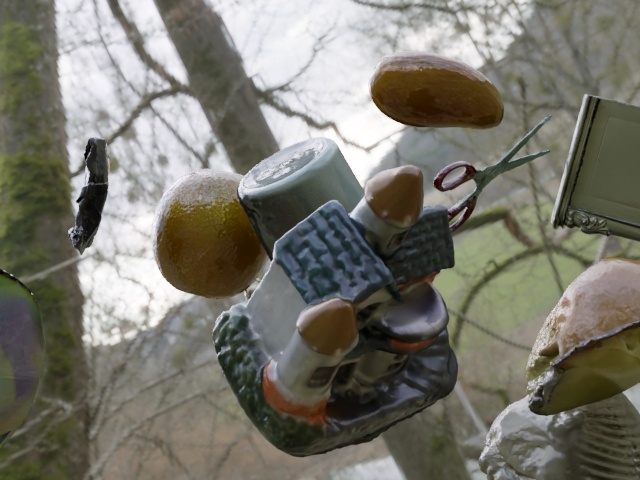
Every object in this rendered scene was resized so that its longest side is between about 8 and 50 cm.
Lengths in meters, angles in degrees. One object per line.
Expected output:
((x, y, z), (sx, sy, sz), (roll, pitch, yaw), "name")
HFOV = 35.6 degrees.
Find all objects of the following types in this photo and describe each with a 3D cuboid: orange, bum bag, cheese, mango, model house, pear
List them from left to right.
((-0.640, 0.190, 1.537), (0.165, 0.398, 0.399), (23, 30, 37), "pear")
((-0.381, -0.073, 1.640), (0.049, 0.197, 0.087), (8, -9, 9), "bum bag")
((-0.190, -0.013, 1.755), (0.236, 0.236, 0.236), (-26, -5, -3), "orange")
((-0.118, 0.106, 1.854), (0.044, 0.083, 0.030), (-10, -38, -6), "cheese")
((0.058, 0.057, 1.056), (0.271, 0.190, 0.300), (-12, -35, -33), "model house")
((0.153, -0.193, 1.313), (0.085, 0.184, 0.102), (-61, -16, -52), "mango")

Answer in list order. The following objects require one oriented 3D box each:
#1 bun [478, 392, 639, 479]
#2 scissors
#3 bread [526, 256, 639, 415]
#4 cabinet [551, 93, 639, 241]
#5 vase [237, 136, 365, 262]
((0.359, 0.334, 1.478), (0.205, 0.281, 0.281), (-22, -1, 42), "bun")
((0.282, -0.113, 1.608), (0.248, 0.017, 0.144), (-33, -38, -18), "scissors")
((0.394, 0.113, 1.338), (0.262, 0.162, 0.204), (-14, -27, -21), "bread")
((0.589, -0.098, 1.677), (0.318, 0.227, 0.290), (17, 12, 19), "cabinet")
((0.000, 0.000, 1.609), (0.245, 0.291, 0.245), (-26, 23, 12), "vase")
